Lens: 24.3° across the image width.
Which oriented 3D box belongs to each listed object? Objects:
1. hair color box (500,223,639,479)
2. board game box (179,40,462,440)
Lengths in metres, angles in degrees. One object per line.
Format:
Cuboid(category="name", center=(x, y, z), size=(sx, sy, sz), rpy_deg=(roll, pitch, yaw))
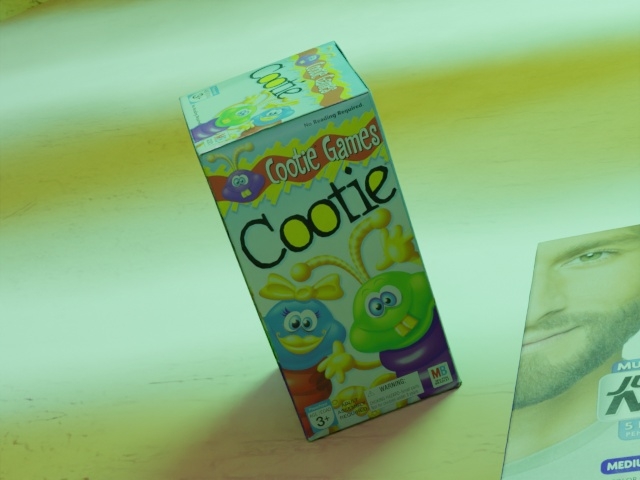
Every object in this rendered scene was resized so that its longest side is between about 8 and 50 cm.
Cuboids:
Cuboid(category="hair color box", center=(0.239, 0.111, 1.057), size=(0.185, 0.110, 0.339), rpy_deg=(-11, 26, 19))
Cuboid(category="board game box", center=(0.000, 0.000, 1.234), size=(0.142, 0.275, 0.144), rpy_deg=(-20, 26, -3))
